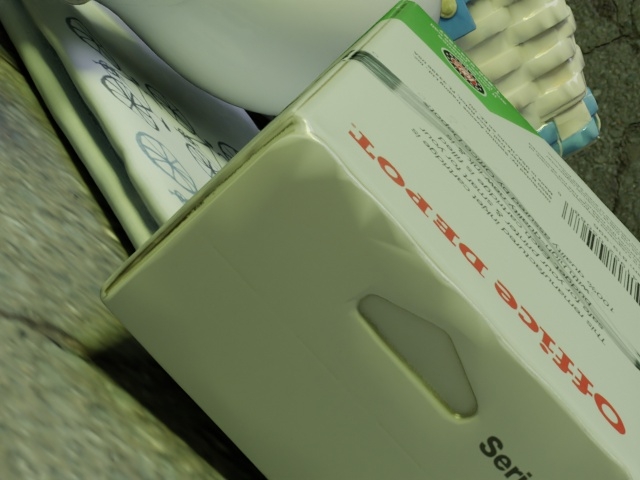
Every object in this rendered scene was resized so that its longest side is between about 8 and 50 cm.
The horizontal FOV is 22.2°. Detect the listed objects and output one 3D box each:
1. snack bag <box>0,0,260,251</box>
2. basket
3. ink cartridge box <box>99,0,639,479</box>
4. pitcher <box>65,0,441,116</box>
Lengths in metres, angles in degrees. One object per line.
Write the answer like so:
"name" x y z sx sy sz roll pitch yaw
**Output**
"snack bag" 0.000 0.000 0.773 0.342 0.037 0.323 34 12 -39
"basket" 0.037 -0.160 1.019 0.289 0.201 0.255 65 -7 -11
"ink cartridge box" 0.034 0.015 0.543 0.153 0.087 0.208 48 20 -3
"pitcher" -0.057 -0.135 0.748 0.178 0.125 0.207 28 10 41
